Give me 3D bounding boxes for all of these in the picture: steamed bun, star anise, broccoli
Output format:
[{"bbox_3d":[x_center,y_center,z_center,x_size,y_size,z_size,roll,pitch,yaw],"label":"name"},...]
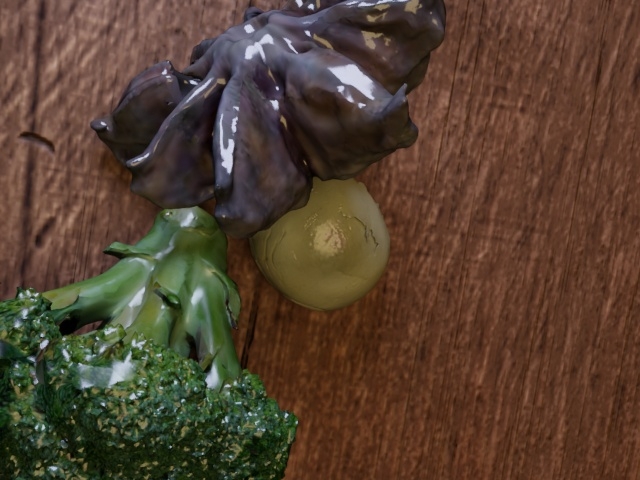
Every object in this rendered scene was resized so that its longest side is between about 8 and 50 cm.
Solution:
[{"bbox_3d":[0.000,0.000,0.698,0.112,0.091,0.130,-33,104,-10],"label":"steamed bun"},{"bbox_3d":[-0.007,-0.113,0.624,0.359,0.316,0.139,-13,136,22],"label":"star anise"},{"bbox_3d":[-0.153,0.088,0.608,0.269,0.254,0.269,18,66,-48],"label":"broccoli"}]
